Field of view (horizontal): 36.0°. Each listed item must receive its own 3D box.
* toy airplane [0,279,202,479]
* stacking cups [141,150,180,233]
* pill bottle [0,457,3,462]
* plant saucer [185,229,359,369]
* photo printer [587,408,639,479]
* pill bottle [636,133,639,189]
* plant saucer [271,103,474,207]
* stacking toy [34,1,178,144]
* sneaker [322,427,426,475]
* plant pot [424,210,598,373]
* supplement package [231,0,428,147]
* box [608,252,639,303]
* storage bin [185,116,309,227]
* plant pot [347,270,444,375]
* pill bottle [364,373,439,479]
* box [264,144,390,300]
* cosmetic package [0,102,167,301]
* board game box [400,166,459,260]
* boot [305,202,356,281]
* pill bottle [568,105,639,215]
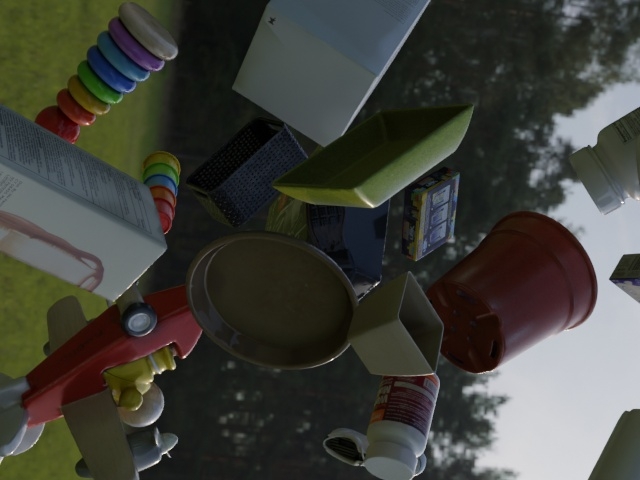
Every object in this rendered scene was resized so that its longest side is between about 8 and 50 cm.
[{"bbox_3d":[-0.385,0.252,1.693,0.272,0.384,0.386,51,46,-41],"label":"toy airplane"},{"bbox_3d":[-0.372,-0.104,2.310,0.316,0.096,0.096,-108,-155,-60],"label":"stacking cups"},{"bbox_3d":[-0.586,0.394,1.723,0.083,0.043,0.043,-60,-165,11],"label":"pill bottle"},{"bbox_3d":[-0.073,0.090,1.533,0.041,0.278,0.277,-71,176,-51],"label":"plant saucer"},{"bbox_3d":[0.491,0.465,1.601,0.307,0.107,0.256,-52,137,-27],"label":"photo printer"},{"bbox_3d":[0.648,-0.136,1.663,0.117,0.208,0.117,-4,90,-67],"label":"pill bottle"},{"bbox_3d":[0.064,-0.092,1.140,0.188,0.188,0.045,8,-51,58],"label":"plant saucer"},{"bbox_3d":[-0.435,-0.303,1.914,0.330,0.141,0.141,-43,-159,12],"label":"stacking toy"},{"bbox_3d":[0.123,0.517,2.361,0.091,0.258,0.094,-9,104,-61],"label":"sneaker"},{"bbox_3d":[0.360,0.116,1.953,0.272,0.265,0.272,29,-47,36],"label":"plant pot"},{"bbox_3d":[0.023,-0.329,1.591,0.262,0.199,0.198,-58,-178,-38],"label":"supplement package"},{"bbox_3d":[0.712,0.092,2.099,0.072,0.137,0.126,-56,-170,-10],"label":"box"},{"bbox_3d":[-0.124,-0.118,1.671,0.180,0.084,0.122,-45,-149,-14],"label":"storage bin"},{"bbox_3d":[0.101,0.127,1.376,0.109,0.096,0.109,56,29,-23],"label":"plant pot"},{"bbox_3d":[0.162,0.364,1.983,0.121,0.121,0.221,109,1,-53],"label":"pill bottle"},{"bbox_3d":[0.000,0.000,2.201,0.312,0.179,0.343,-48,-154,46],"label":"box"},{"bbox_3d":[-0.371,-0.053,1.342,0.129,0.296,0.153,-44,-138,17],"label":"cosmetic package"},{"bbox_3d":[0.240,-0.059,2.164,0.048,0.141,0.170,27,-50,35],"label":"board game box"},{"bbox_3d":[0.005,-0.017,1.864,0.106,0.082,0.219,146,-66,-73],"label":"boot"},{"bbox_3d":[0.623,-0.173,1.846,0.160,0.283,0.160,51,18,-24],"label":"pill bottle"}]
